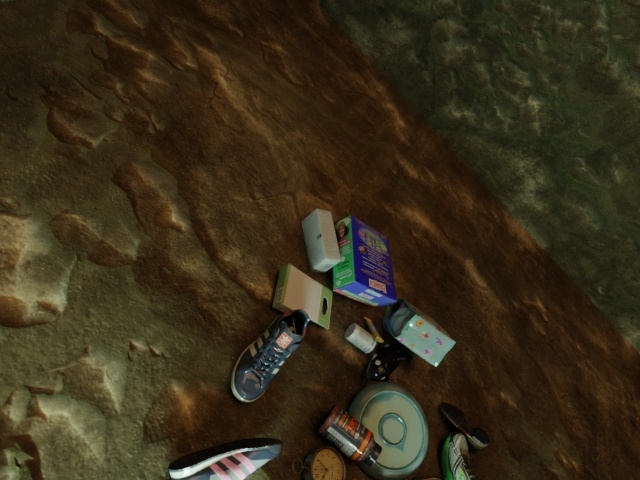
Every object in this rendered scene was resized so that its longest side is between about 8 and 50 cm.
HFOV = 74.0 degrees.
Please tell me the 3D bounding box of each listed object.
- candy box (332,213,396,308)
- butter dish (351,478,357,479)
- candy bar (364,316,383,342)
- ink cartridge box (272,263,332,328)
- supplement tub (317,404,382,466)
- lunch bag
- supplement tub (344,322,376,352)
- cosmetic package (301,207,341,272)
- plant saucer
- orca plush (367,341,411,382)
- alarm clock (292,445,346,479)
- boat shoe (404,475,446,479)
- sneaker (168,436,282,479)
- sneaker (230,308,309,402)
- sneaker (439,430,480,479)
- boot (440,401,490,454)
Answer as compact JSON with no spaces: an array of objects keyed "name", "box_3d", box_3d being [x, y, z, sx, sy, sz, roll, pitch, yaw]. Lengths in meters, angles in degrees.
[{"name":"candy box","box_3d":[0.177,0.091,1.761,0.268,0.122,0.317,29,46,-38]},{"name":"butter dish","box_3d":[0.141,0.824,1.255,0.160,0.118,0.160,56,41,-14]},{"name":"candy bar","box_3d":[0.207,0.349,1.661,0.040,0.018,0.161,34,10,-21]},{"name":"ink cartridge box","box_3d":[-0.060,0.212,1.559,0.235,0.056,0.171,37,44,-32]},{"name":"supplement tub","box_3d":[0.096,0.621,1.342,0.197,0.106,0.106,35,43,8]},{"name":"lunch bag","box_3d":[0.384,0.361,1.738,0.223,0.160,0.262,37,3,-13]},{"name":"supplement tub","box_3d":[0.153,0.372,1.615,0.107,0.071,0.071,39,44,-13]},{"name":"cosmetic package","box_3d":[0.000,0.000,1.705,0.085,0.117,0.231,9,56,-37]},{"name":"plant saucer","box_3d":[0.240,0.647,1.453,0.317,0.044,0.318,8,64,-17]},{"name":"orca plush","box_3d":[0.290,0.464,1.621,0.287,0.102,0.151,11,74,-52]},{"name":"alarm clock","box_3d":[-0.006,0.689,1.276,0.192,0.064,0.130,27,48,-27]},{"name":"boat shoe","box_3d":[0.310,0.829,1.401,0.302,0.114,0.091,23,73,-41]},{"name":"sneaker","box_3d":[-0.241,0.614,1.121,0.318,0.112,0.131,2,78,-36]},{"name":"sneaker","box_3d":[-0.147,0.341,1.331,0.131,0.148,0.350,43,44,-8]},{"name":"sneaker","box_3d":[0.542,0.879,1.544,0.134,0.146,0.344,17,52,-31]},{"name":"boot","box_3d":[0.556,0.757,1.700,0.082,0.106,0.219,-20,48,-41]}]
